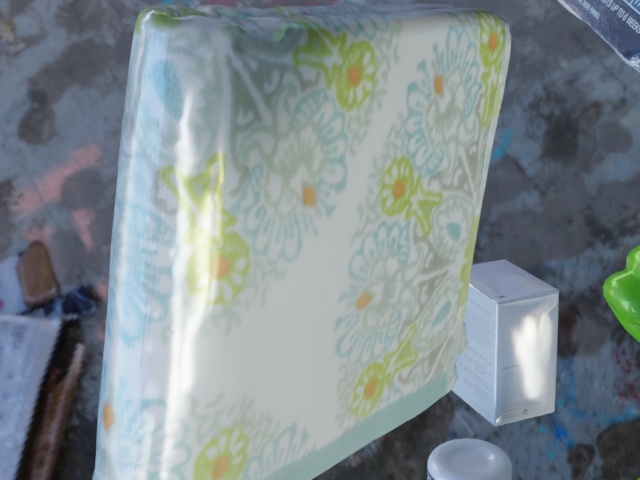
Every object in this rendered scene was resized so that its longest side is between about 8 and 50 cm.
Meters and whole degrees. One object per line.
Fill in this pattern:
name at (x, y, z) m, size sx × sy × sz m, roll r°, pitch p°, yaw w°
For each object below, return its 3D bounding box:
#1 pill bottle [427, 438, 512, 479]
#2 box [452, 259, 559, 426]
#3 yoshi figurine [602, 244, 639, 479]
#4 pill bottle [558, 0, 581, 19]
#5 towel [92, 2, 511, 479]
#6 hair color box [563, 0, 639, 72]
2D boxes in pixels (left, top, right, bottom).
pill bottle at (0.182, 0.346, 1.332) m, size 0.103 × 0.184 × 0.103 m, roll -1°, pitch 22°, yaw 1°
box at (0.230, 0.128, 1.380) m, size 0.091 × 0.170 × 0.130 m, roll -9°, pitch 21°, yaw -20°
yoshi figurine at (0.215, 0.043, 0.373) m, size 0.362 × 0.203 × 0.203 m, roll -37°, pitch 75°, yaw -19°
pill bottle at (0.377, -0.365, 0.928) m, size 0.408 × 0.229 × 0.229 m, roll -22°, pitch 52°, yaw 41°
towel at (0.000, 0.000, 0.736) m, size 0.090 × 0.374 × 0.320 m, roll 17°, pitch 110°, yaw 32°
hair color box at (0.265, -0.268, 0.607) m, size 0.347 × 0.105 × 0.174 m, roll -55°, pitch 43°, yaw 25°
